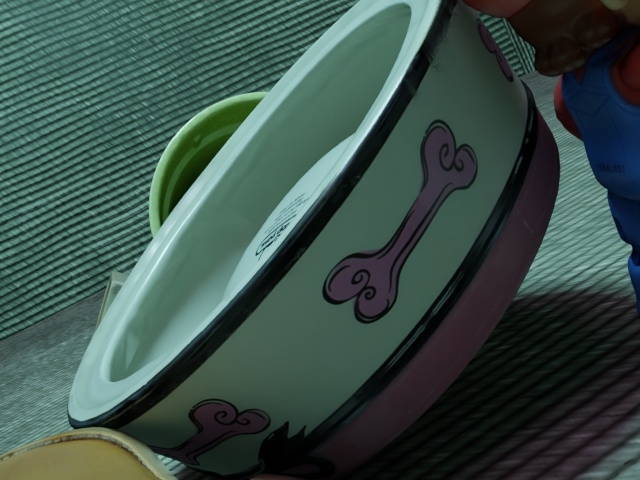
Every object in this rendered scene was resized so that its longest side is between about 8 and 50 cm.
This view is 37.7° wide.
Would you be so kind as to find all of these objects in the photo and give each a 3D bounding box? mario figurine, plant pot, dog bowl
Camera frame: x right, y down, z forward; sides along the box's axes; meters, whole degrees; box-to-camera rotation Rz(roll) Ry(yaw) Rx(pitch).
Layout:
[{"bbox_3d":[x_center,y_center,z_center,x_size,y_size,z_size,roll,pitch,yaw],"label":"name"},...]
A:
[{"bbox_3d":[0.211,-0.101,0.542,0.198,0.320,0.170,-15,14,46],"label":"mario figurine"},{"bbox_3d":[-0.084,-0.012,1.161,0.276,0.276,0.254,-28,-2,-18],"label":"plant pot"},{"bbox_3d":[0.000,0.000,0.686,0.408,0.150,0.408,-46,17,18],"label":"dog bowl"}]

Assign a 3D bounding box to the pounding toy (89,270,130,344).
[{"bbox_3d":[-0.220,0.135,1.086,0.094,0.181,0.206,15,0,-13],"label":"pounding toy"}]

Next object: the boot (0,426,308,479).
[{"bbox_3d":[-0.139,0.170,0.440,0.283,0.109,0.220,2,4,26],"label":"boot"}]
